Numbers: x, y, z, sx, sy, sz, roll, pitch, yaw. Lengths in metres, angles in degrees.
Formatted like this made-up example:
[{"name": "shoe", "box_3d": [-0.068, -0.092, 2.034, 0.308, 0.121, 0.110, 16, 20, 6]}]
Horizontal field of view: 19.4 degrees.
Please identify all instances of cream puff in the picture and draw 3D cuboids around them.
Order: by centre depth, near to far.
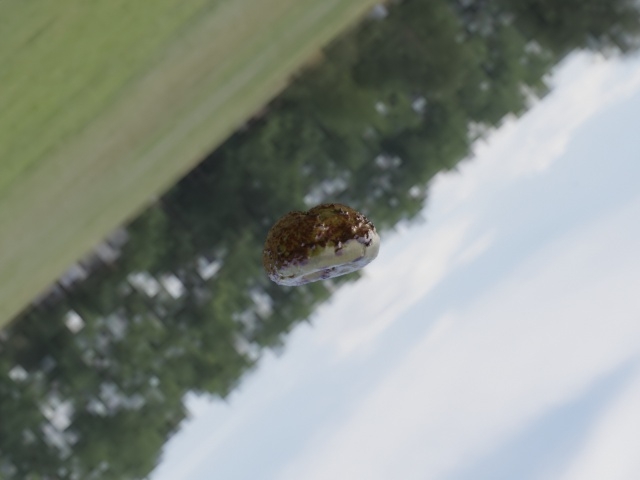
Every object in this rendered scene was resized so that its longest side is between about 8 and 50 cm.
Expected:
[{"name": "cream puff", "box_3d": [0.000, 0.000, 2.200, 0.149, 0.084, 0.149, -16, 173, -2]}]
